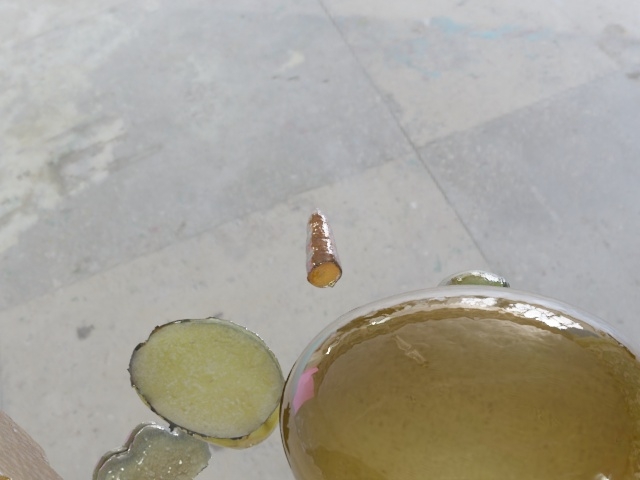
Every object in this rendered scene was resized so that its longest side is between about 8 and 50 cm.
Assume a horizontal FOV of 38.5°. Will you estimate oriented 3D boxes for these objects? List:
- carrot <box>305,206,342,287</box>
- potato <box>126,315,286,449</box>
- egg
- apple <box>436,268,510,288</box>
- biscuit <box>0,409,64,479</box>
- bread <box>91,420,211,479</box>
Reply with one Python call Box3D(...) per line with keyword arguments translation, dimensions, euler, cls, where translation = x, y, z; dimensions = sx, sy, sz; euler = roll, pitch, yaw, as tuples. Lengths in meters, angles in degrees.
Box3D(translation=(0.000, 0.000, 1.834), dimensions=(0.072, 0.072, 0.205), euler=(-12, 45, 5), cls="carrot")
Box3D(translation=(-0.136, 0.184, 1.116), dimensions=(0.200, 0.081, 0.164), euler=(24, 53, 22), cls="potato")
Box3D(translation=(0.126, 0.158, 0.714), dimensions=(0.322, 0.250, 0.250), euler=(17, 52, 3), cls="egg")
Box3D(translation=(0.329, 0.165, 2.008), dimensions=(0.207, 0.174, 0.188), euler=(-37, 20, 38), cls="apple")
Box3D(translation=(-0.487, 0.266, 1.256), dimensions=(0.376, 0.269, 0.051), euler=(40, 84, 10), cls="biscuit")
Box3D(translation=(-0.406, 0.519, 2.067), dimensions=(0.337, 0.183, 0.102), euler=(-40, 30, -27), cls="bread")
